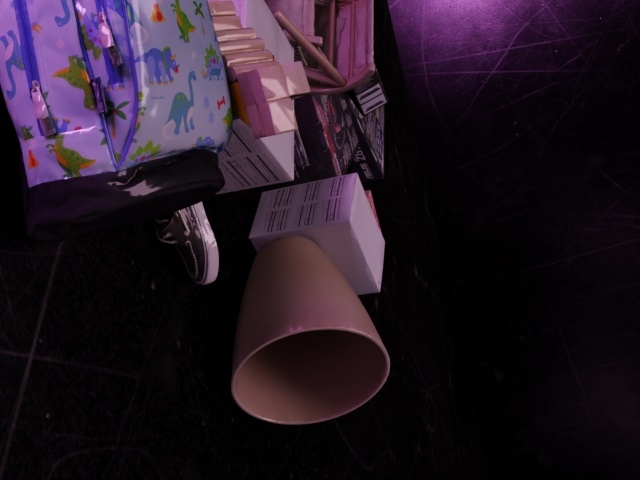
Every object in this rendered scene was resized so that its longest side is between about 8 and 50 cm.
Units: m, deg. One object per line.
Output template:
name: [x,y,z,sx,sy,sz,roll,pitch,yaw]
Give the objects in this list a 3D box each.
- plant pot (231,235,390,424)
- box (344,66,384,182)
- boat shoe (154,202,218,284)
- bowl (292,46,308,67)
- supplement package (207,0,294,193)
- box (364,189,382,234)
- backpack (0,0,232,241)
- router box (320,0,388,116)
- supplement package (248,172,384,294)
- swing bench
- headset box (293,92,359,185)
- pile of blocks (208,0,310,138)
plant pot: [-0.039,0.129,1.272,0.274,0.257,0.256,-105,170,-45]
box: [0.104,-0.416,2.155,0.318,0.097,0.395,61,26,-48]
boat shoe: [-0.210,-0.030,1.078,0.070,0.078,0.219,-27,113,-35]
bowl: [-0.065,-0.458,1.700,0.170,0.080,0.170,-11,90,-71]
supplement package: [-0.143,-0.241,1.164,0.204,0.145,0.261,49,35,-59]
box: [0.056,-0.017,1.753,0.257,0.123,0.128,-55,132,-65]
backpack: [-0.238,-0.211,0.855,0.290,0.273,0.355,-20,87,-65]
router box: [0.046,-0.496,1.866,0.243,0.081,0.309,58,4,-49]
supplement package: [0.000,0.000,1.455,0.149,0.203,0.194,-79,153,-47]
swing bench: [-0.024,-0.458,1.522,0.255,0.165,0.253,22,57,-32]
headset box: [-0.011,-0.257,1.704,0.293,0.110,0.218,-65,141,-60]
pile of blocks: [-0.143,-0.254,1.008,0.113,0.149,0.362,-21,62,-45]
